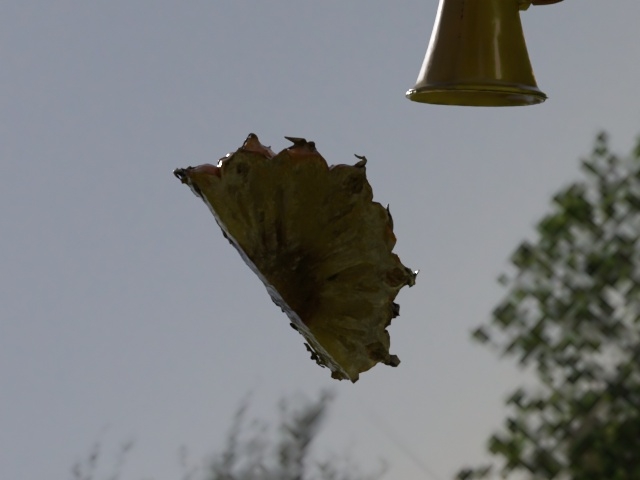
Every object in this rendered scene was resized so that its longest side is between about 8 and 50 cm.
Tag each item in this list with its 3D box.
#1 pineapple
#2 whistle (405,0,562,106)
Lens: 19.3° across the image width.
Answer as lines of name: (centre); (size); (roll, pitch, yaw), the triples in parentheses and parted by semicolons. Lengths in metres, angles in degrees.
pineapple: (0.000, 0.000, 0.529); (0.045, 0.083, 0.019); (-39, 19, -12)
whistle: (0.063, -0.097, 0.607); (0.046, 0.057, 0.109); (12, -95, -75)
